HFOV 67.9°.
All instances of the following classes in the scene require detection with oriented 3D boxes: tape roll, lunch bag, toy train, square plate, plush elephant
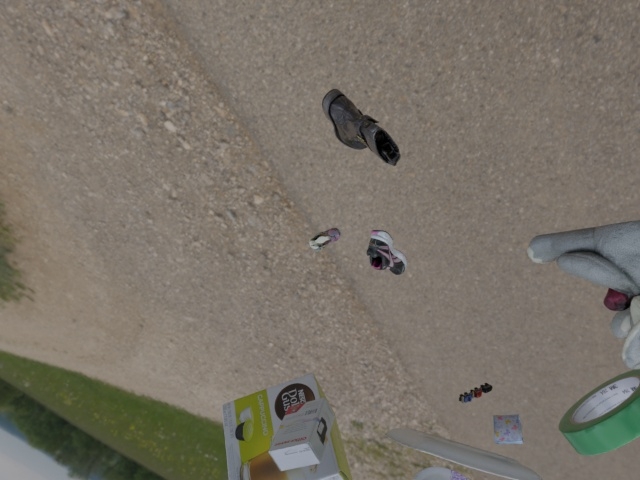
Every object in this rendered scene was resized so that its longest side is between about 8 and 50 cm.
[{"bbox_3d":[0.858,0.497,1.392,0.077,0.321,0.321,53,152,16],"label":"tape roll"},{"bbox_3d":[0.493,0.503,1.251,0.070,0.083,0.053,-13,107,22],"label":"lunch bag"},{"bbox_3d":[0.521,0.512,1.592,0.036,0.158,0.027,10,106,56],"label":"toy train"},{"bbox_3d":[0.382,0.587,1.320,0.346,0.049,0.344,16,162,-1],"label":"square plate"},{"bbox_3d":[0.604,0.091,0.885,0.271,0.256,0.330,-6,176,-7],"label":"plush elephant"}]

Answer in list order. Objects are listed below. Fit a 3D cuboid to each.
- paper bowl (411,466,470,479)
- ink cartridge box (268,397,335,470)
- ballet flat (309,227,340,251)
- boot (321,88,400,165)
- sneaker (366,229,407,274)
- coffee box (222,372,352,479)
[{"bbox_3d":[0.321,0.744,1.206,0.284,0.284,0.148,29,115,4],"label":"paper bowl"},{"bbox_3d":[-0.047,0.521,1.285,0.127,0.175,0.073,-22,104,22],"label":"ink cartridge box"},{"bbox_3d":[0.000,0.000,2.092,0.221,0.079,0.077,-26,82,51],"label":"ballet flat"},{"bbox_3d":[0.121,-0.259,1.218,0.229,0.091,0.263,48,-172,33],"label":"boot"},{"bbox_3d":[0.160,0.047,1.222,0.071,0.077,0.178,12,155,42],"label":"sneaker"},{"bbox_3d":[-0.098,0.706,1.579,0.333,0.338,0.338,-19,136,0],"label":"coffee box"}]
